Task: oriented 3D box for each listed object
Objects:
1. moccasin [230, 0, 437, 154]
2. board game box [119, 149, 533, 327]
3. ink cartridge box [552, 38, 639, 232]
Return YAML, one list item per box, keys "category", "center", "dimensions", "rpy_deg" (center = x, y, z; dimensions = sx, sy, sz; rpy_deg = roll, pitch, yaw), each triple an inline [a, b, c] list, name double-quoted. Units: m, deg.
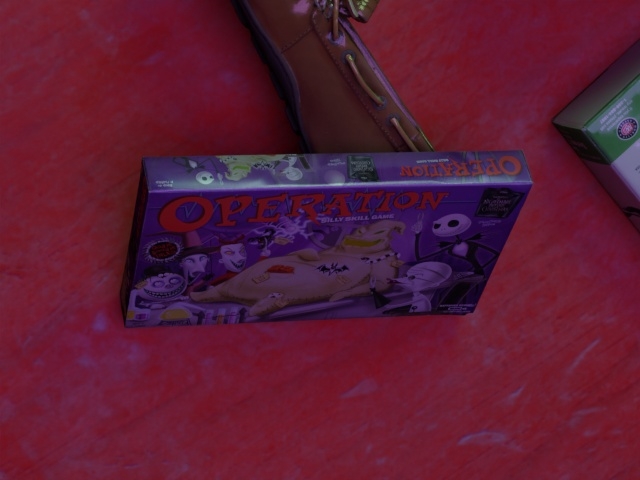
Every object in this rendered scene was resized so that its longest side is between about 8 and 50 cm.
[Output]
- category: "moccasin"
  center: [0.003, -0.211, 1.458]
  dimensions: [0.147, 0.139, 0.380]
  rpy_deg: [-22, 105, 8]
- category: "board game box"
  center: [0.000, 0.000, 1.488]
  dimensions: [0.347, 0.056, 0.208]
  rpy_deg: [-2, 139, -15]
- category: "ink cartridge box"
  center: [0.356, -0.087, 1.614]
  dimensions: [0.153, 0.087, 0.208]
  rpy_deg: [-42, 106, -5]
